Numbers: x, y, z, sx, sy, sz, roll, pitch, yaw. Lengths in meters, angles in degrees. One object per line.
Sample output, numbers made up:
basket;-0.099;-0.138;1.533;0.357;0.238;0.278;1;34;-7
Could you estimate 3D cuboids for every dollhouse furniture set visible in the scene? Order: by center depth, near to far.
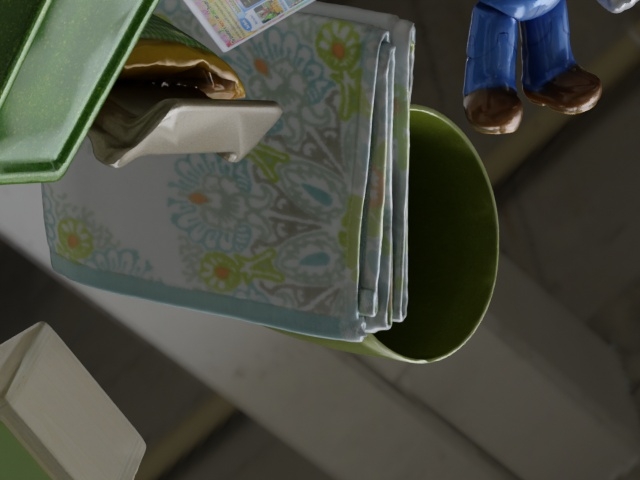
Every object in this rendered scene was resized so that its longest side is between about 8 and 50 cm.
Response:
dollhouse furniture set;-0.133;-0.142;0.857;0.151;0.198;0.301;-61;162;15

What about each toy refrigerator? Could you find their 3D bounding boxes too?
toy refrigerator;-0.244;0.165;1.040;0.269;0.102;0.094;-29;-161;21

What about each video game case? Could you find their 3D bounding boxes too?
video game case;-0.036;-0.209;1.342;0.143;0.019;0.157;-30;162;4

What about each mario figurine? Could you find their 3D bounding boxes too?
mario figurine;0.179;-0.252;1.552;0.170;0.320;0.198;6;-152;31

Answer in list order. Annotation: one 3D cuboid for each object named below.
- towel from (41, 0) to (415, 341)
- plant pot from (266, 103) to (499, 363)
towel;-0.093;-0.083;1.659;0.375;0.320;0.090;11;-152;18
plant pot;0.000;0.000;1.976;0.294;0.275;0.274;-4;-130;43
